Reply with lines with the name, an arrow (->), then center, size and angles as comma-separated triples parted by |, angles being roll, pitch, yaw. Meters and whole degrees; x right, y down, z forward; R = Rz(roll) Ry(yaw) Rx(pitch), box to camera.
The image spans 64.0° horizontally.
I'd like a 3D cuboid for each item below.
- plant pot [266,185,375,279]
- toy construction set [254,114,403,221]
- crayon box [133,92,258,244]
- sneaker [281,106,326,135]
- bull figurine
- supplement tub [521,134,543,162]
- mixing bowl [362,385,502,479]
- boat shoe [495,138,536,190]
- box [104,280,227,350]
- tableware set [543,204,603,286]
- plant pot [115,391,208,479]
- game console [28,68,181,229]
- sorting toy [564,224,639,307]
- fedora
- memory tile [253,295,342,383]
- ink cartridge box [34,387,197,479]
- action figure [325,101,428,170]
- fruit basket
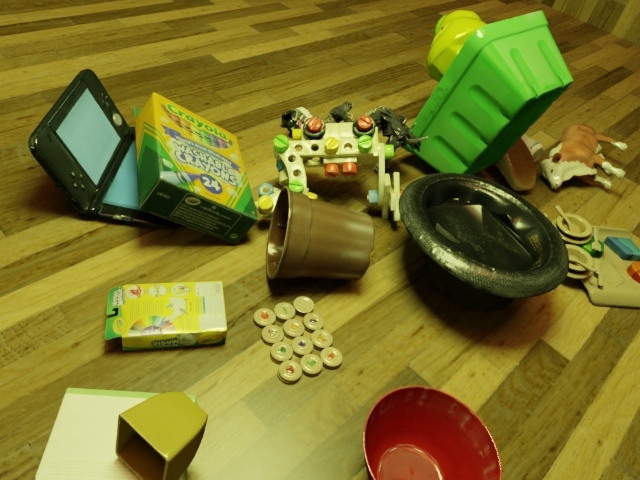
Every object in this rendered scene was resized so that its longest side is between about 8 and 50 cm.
plant pot -> 0.000, 0.000, 0.923 | 0.165, 0.167, 0.167 | 10, 42, -15
toy construction set -> 0.031, -0.138, 1.051 | 0.327, 0.151, 0.215 | 4, 70, -12
crayon box -> -0.251, -0.159, 1.004 | 0.203, 0.083, 0.323 | 23, 32, -39
sneaker -> -0.042, -0.276, 1.265 | 0.074, 0.063, 0.170 | -16, 45, -28
bull figurine -> 0.704, -0.221, 1.373 | 0.188, 0.101, 0.310 | 30, 47, 12
supplement tub -> 0.536, -0.253, 1.382 | 0.071, 0.071, 0.107 | -23, 55, -33
mixing bowl -> 0.132, 0.298, 0.678 | 0.181, 0.098, 0.182 | 8, 43, -7
boat shoe -> 0.469, -0.238, 1.336 | 0.098, 0.096, 0.277 | 1, 63, -31
box -> -0.243, 0.118, 0.812 | 0.179, 0.043, 0.105 | 1, 45, -17
tableware set -> 0.539, 0.002, 1.091 | 0.128, 0.039, 0.194 | 16, 46, 11
plant pot -> -0.180, 0.230, 0.607 | 0.081, 0.081, 0.083 | 33, 36, 20
game console -> -0.378, -0.187, 1.012 | 0.173, 0.250, 0.293 | -12, 42, 11
sorting toy -> 0.593, 0.042, 1.107 | 0.306, 0.041, 0.229 | 5, 43, -10
fedora -> 0.285, 0.017, 0.971 | 0.333, 0.153, 0.334 | 7, 40, -6
memory tile -> -0.038, 0.159, 0.843 | 0.113, 0.012, 0.148 | -12, 48, -25
ink cartridge box -> -0.250, 0.296, 0.613 | 0.170, 0.056, 0.235 | 7, 45, -8
action figure -> 0.125, -0.241, 1.193 | 0.164, 0.141, 0.275 | 28, 6, -35
fruit basket -> 0.336, -0.380, 1.184 | 0.282, 0.392, 0.392 | -25, 55, -29
